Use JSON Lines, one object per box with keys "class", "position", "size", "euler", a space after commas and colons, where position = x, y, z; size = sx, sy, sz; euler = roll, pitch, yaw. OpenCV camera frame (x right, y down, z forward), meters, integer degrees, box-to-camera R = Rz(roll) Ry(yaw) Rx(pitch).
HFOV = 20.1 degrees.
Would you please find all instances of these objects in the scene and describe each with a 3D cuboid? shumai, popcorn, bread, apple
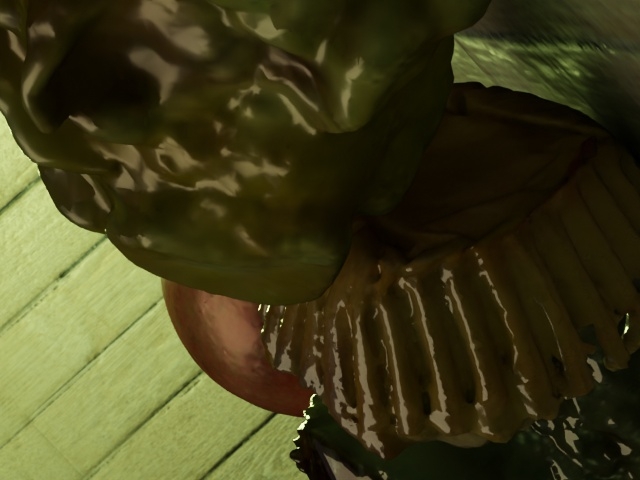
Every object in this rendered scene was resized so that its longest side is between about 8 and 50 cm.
{"class": "shumai", "position": [0.142, 0.132, 1.463], "size": [0.324, 0.323, 0.397], "euler": [46, 178, 29]}
{"class": "popcorn", "position": [-0.050, -0.141, 0.965], "size": [0.292, 0.293, 0.334], "euler": [9, 158, 4]}
{"class": "bread", "position": [0.080, 0.002, 1.106], "size": [0.149, 0.274, 0.274], "euler": [66, 171, -29]}
{"class": "apple", "position": [0.000, 0.000, 1.927], "size": [0.364, 0.364, 0.364], "euler": [48, 179, 1]}
